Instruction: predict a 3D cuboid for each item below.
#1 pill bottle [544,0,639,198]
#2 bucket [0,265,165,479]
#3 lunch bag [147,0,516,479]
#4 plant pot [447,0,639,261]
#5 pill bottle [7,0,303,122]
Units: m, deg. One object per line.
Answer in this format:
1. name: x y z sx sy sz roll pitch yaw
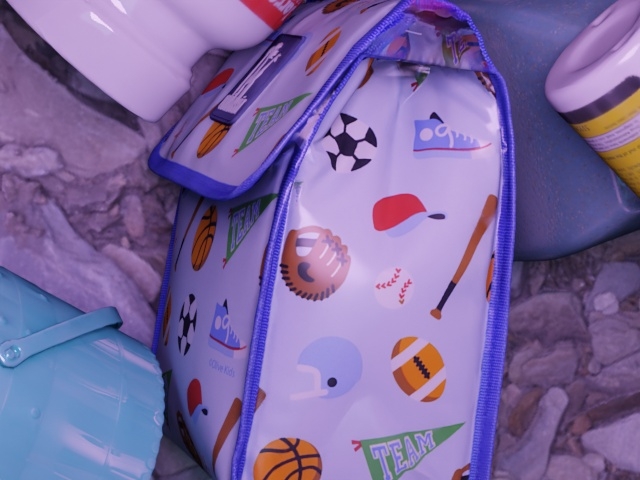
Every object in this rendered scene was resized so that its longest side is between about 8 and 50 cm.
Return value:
1. pill bottle: 0.269 -0.072 1.205 0.208 0.119 0.119 45 85 -13
2. bucket: -0.259 0.150 1.289 0.183 0.281 0.281 28 89 -29
3. lunch bag: 0.000 0.000 1.307 0.239 0.328 0.385 8 95 -19
4. plant pot: 0.245 -0.120 1.386 0.247 0.252 0.247 -19 99 -10
5. pill bottle: -0.067 -0.278 1.294 0.210 0.210 0.363 42 95 -14
